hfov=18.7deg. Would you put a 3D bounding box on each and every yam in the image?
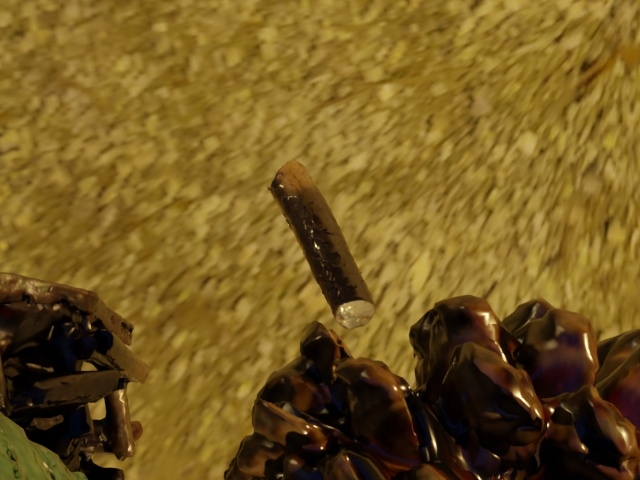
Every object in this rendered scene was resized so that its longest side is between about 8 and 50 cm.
[{"bbox_3d":[0.000,0.000,1.263,0.032,0.145,0.032,-13,134,-14],"label":"yam"}]

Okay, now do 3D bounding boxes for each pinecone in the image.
[{"bbox_3d":[0.076,0.135,0.890,0.243,0.257,0.243,16,118,33],"label":"pinecone"}]

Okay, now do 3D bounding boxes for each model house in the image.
[{"bbox_3d":[-0.238,0.196,1.551,0.317,0.297,0.282,-18,70,51],"label":"model house"}]

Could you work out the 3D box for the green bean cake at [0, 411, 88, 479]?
[{"bbox_3d":[-0.224,0.218,0.845,0.308,0.300,0.169,-35,67,0],"label":"green bean cake"}]
